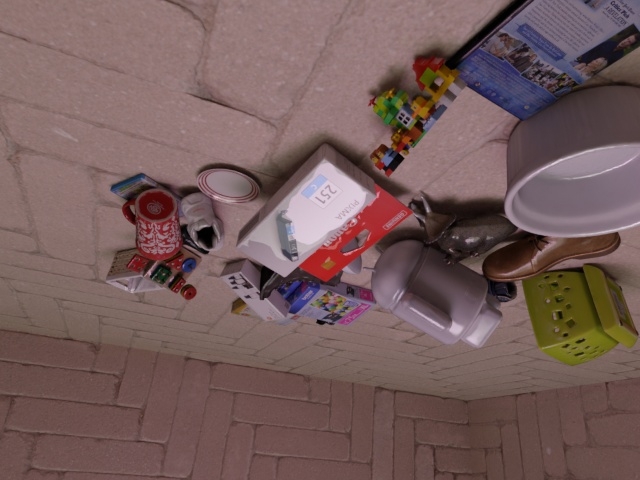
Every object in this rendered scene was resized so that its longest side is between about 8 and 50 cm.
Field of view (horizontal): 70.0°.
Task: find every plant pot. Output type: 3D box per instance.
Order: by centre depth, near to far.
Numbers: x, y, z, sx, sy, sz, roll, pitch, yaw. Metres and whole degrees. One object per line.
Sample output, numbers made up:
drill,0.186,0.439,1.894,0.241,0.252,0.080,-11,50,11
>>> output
plant pot,0.739,0.207,1.296,0.227,0.228,0.207,27,140,-36

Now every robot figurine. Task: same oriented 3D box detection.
robot figurine,0.279,0.128,1.171,0.353,0.300,0.200,29,110,6

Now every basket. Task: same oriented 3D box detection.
basket,-0.557,0.092,1.415,0.167,0.103,0.113,-8,151,27

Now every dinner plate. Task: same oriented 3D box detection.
dinner plate,-0.204,-0.123,1.019,0.141,0.017,0.141,3,153,2

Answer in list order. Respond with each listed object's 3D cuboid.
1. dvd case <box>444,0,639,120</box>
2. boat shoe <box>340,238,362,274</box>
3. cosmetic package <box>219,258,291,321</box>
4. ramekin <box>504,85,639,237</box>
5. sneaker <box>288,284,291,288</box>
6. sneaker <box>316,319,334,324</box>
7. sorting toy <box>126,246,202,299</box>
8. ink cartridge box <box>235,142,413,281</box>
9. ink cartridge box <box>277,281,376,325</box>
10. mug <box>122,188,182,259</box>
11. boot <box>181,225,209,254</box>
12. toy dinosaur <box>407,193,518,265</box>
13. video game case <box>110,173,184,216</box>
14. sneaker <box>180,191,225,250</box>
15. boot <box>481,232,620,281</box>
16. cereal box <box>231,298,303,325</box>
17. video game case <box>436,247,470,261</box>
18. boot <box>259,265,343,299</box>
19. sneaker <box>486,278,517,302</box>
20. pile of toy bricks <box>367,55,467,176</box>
dvd case,0.323,-0.274,0.621,0.180,0.022,0.253,20,150,-25
boat shoe,0.000,0.000,1.132,0.102,0.108,0.301,-13,146,31
cosmetic package,-0.206,0.166,1.466,0.098,0.060,0.239,-14,128,36
ramekin,0.450,-0.126,0.768,0.277,0.135,0.277,3,153,2
sneaker,-0.074,0.176,1.579,0.035,0.031,0.083,-16,147,35
sneaker,0.007,0.290,1.740,0.067,0.078,0.188,-6,152,20
sorting toy,-0.433,0.084,1.346,0.046,0.132,0.274,35,174,39
ink cartridge box,0.010,-0.024,0.977,0.261,0.066,0.296,33,123,-25
ink cartridge box,0.010,0.202,1.550,0.311,0.065,0.186,19,138,-22
mug,-0.404,-0.042,1.083,0.150,0.113,0.169,9,150,-12
boot,-0.381,0.004,1.274,0.099,0.045,0.121,-11,142,24
toy dinosaur,0.349,-0.013,1.032,0.313,0.121,0.160,5,167,9
video game case,-0.400,-0.099,1.104,0.119,0.015,0.166,-12,149,32
sneaker,-0.283,-0.013,1.123,0.090,0.115,0.232,-19,155,-7
boot,0.517,0.007,1.070,0.305,0.112,0.115,-23,136,28
cereal box,-0.205,0.271,1.776,0.240,0.047,0.173,18,151,-26
video game case,0.363,0.032,1.236,0.087,0.011,0.122,15,152,-19
boot,-0.052,0.108,1.342,0.228,0.091,0.263,12,137,-17
sneaker,0.464,0.144,1.344,0.226,0.086,0.163,0,166,-13
pile of toy bricks,0.125,-0.200,0.735,0.105,0.118,0.212,40,160,1
